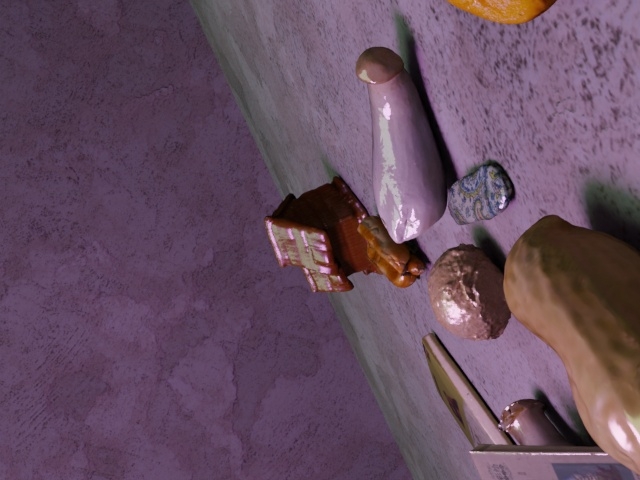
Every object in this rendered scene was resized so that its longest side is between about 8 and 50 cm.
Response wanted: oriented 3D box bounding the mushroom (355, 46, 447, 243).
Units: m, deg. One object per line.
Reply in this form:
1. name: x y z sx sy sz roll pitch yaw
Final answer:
1. mushroom: 0.108 -0.139 1.094 0.118 0.103 0.270 -62 -41 -62

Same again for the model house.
1. model house: 0.002 0.000 1.807 0.219 0.229 0.199 -126 19 -58

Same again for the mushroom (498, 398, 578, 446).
1. mushroom: 0.329 0.301 1.104 0.092 0.081 0.223 48 -177 -28

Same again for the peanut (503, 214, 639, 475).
1. peanut: 0.264 0.101 0.678 0.319 0.147 0.147 53 166 45

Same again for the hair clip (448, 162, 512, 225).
1. hair clip: 0.196 -0.049 1.035 0.229 0.036 0.066 123 128 -81

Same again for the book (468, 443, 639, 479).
1. book: 0.330 0.344 0.972 0.282 0.025 0.215 -23 95 53

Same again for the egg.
1. egg: 0.207 0.074 1.095 0.116 0.118 0.140 -23 82 40

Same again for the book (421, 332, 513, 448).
1. book: 0.314 0.377 1.602 0.352 0.035 0.239 56 171 45

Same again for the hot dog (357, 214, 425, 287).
1. hot dog: 0.136 0.023 1.536 0.109 0.072 0.269 66 174 -22

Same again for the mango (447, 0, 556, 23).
1. mango: 0.131 -0.247 0.634 0.141 0.102 0.217 42 -178 -18
